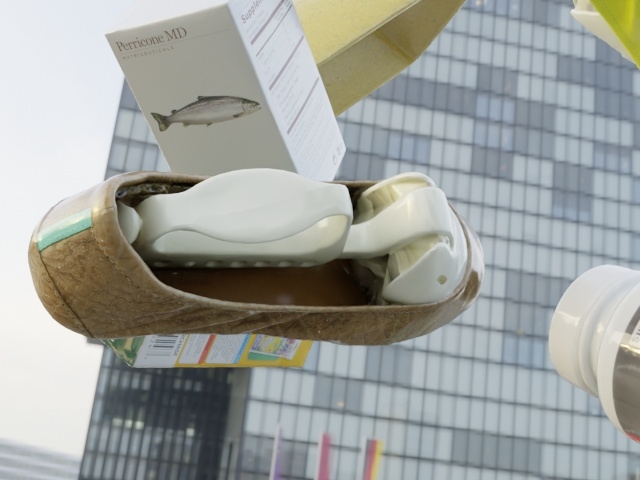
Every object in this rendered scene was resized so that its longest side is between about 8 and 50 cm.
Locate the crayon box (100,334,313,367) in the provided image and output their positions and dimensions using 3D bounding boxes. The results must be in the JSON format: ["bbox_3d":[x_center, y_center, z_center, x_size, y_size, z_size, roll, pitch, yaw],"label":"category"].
[{"bbox_3d":[-0.110,0.059,1.210,0.083,0.203,0.323,31,12,36],"label":"crayon box"}]

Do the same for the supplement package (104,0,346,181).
[{"bbox_3d":[-0.065,-0.110,0.712,0.105,0.105,0.179,-7,-56,24],"label":"supplement package"}]

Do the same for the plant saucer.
[{"bbox_3d":[0.010,-0.198,0.982,0.081,0.332,0.333,53,-18,1],"label":"plant saucer"}]

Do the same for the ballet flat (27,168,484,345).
[{"bbox_3d":[0.000,0.000,0.578,0.342,0.116,0.124,3,-24,-31],"label":"ballet flat"}]

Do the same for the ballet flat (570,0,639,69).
[{"bbox_3d":[0.142,-0.134,0.437,0.077,0.077,0.231,5,-22,48],"label":"ballet flat"}]

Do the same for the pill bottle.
[{"bbox_3d":[0.359,0.121,0.818,0.176,0.176,0.318,20,3,-33],"label":"pill bottle"}]
